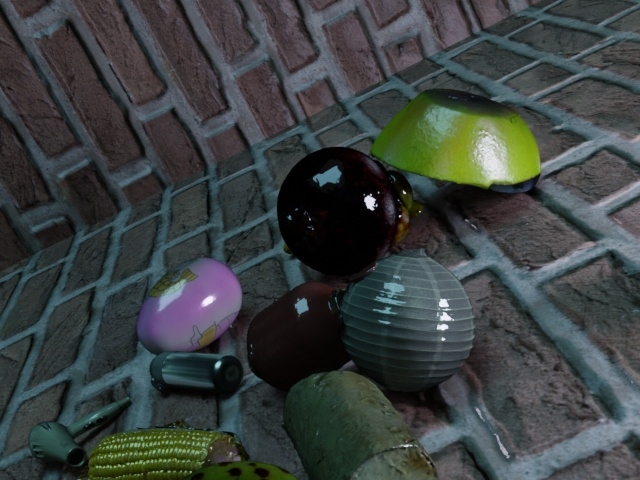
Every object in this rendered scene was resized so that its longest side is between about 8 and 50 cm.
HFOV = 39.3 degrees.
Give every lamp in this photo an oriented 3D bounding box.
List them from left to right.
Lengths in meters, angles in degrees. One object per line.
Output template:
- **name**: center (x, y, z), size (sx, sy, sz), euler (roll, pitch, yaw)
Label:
- **lamp**: center (-0.030, 0.180, 1.652), size (0.258, 0.180, 0.180), euler (-36, 13, 32)
- **lamp**: center (0.143, 0.127, 1.481), size (0.233, 0.233, 0.265), euler (-21, -8, 17)

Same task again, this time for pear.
- **pear**: center (0.320, -0.245, 2.041), size (0.399, 0.165, 0.399), euler (8, 19, -3)

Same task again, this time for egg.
- **egg**: center (-0.296, 0.155, 2.036), size (0.196, 0.196, 0.271), euler (-11, 32, 37)

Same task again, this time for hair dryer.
- **hair dryer**: center (-0.489, 0.403, 1.843), size (0.225, 0.088, 0.219), euler (-20, 15, -13)

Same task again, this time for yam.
- **yam**: center (0.050, 0.300, 1.284), size (0.168, 0.168, 0.304), euler (-29, 21, -6)

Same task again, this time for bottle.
- **bottle**: center (-0.266, 0.278, 1.863), size (0.254, 0.079, 0.096), euler (-3, 55, 46)

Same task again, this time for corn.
- **corn**: center (-0.268, 0.385, 1.548), size (0.305, 0.122, 0.123), euler (-8, 10, 32)

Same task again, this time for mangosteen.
- **mangosteen**: center (0.052, -0.081, 2.020), size (0.297, 0.297, 0.313), euler (-4, 41, 47)

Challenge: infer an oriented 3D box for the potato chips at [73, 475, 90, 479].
- **potato chips**: center (-0.539, 0.542, 1.579), size (0.407, 0.057, 0.080), euler (-38, 36, -28)

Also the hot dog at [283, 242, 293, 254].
- **hot dog**: center (0.000, 0.000, 2.253), size (0.216, 0.047, 0.066), euler (-16, -14, 25)

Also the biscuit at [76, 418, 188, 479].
- **biscuit**: center (-0.364, 0.416, 1.718), size (0.231, 0.025, 0.131), euler (-23, 21, 11)

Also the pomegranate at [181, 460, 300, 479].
- **pomegranate**: center (-0.088, 0.398, 1.185), size (0.242, 0.242, 0.306), euler (-20, -9, 18)
